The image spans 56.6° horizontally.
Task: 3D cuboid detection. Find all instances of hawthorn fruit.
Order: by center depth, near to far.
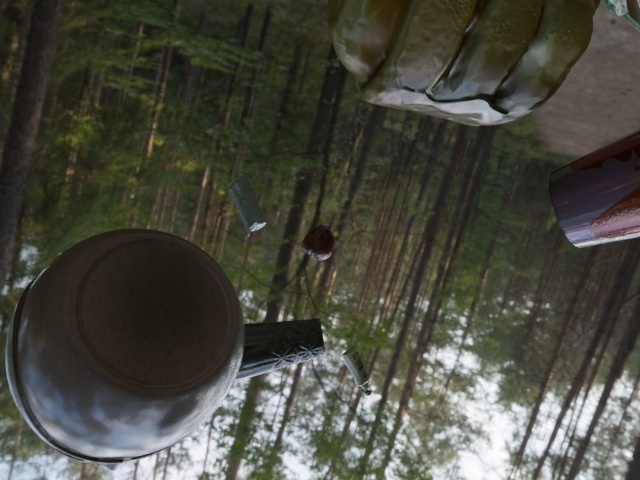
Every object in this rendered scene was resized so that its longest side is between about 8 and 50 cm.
[{"bbox_3d":[-0.003,0.005,1.318,0.077,0.077,0.077,14,-168,-3],"label":"hawthorn fruit"}]

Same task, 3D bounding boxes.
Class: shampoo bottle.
[{"bbox_3d":[0.102,0.353,1.585,0.034,0.141,0.049,-17,-169,38],"label":"shampoo bottle"}]

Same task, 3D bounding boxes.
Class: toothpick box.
[{"bbox_3d":[-0.367,0.211,1.118,0.409,0.408,0.425,8,151,-31],"label":"toothpick box"}]

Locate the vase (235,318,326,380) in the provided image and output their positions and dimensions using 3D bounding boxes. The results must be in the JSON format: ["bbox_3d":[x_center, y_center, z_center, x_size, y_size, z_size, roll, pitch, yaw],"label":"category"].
[{"bbox_3d":[-0.140,0.287,1.587,0.301,0.156,0.251,-10,150,-1],"label":"vase"}]

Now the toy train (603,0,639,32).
[{"bbox_3d":[0.427,-0.324,0.568,0.159,0.326,0.129,37,-152,-44],"label":"toy train"}]

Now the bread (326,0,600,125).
[{"bbox_3d":[0.178,-0.278,0.809,0.341,0.210,0.300,10,155,-30],"label":"bread"}]

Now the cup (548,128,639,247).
[{"bbox_3d":[0.498,-0.091,0.857,0.288,0.203,0.203,-22,164,41],"label":"cup"}]

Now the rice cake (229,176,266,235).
[{"bbox_3d":[-0.245,-0.120,2.003,0.063,0.069,0.206,-8,-116,-41],"label":"rice cake"}]
